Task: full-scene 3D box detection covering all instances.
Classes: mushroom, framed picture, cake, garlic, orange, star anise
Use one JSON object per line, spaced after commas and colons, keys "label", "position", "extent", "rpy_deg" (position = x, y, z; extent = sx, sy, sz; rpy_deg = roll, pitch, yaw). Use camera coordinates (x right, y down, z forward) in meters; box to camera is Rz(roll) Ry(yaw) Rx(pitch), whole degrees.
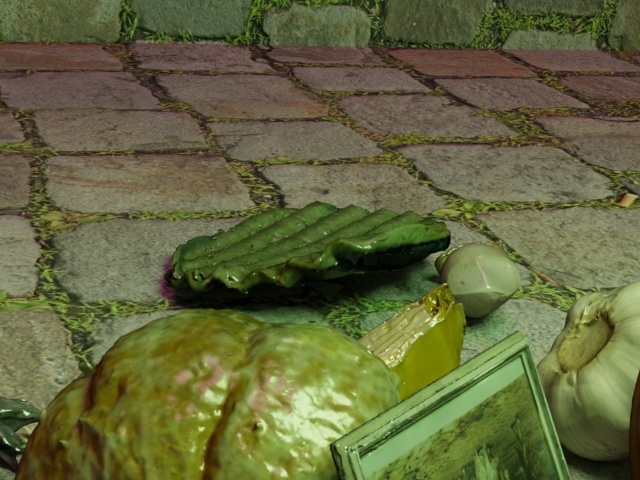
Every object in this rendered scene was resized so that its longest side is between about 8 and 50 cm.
{"label": "mushroom", "position": [0.194, 0.043, 1.534], "extent": [0.088, 0.097, 0.212], "rpy_deg": [48, 9, 0]}
{"label": "framed picture", "position": [0.121, 0.204, 0.927], "extent": [0.017, 0.217, 0.274], "rpy_deg": [-15, 6, 39]}
{"label": "cake", "position": [0.086, 0.113, 1.308], "extent": [0.185, 0.116, 0.080], "rpy_deg": [0, 21, -26]}
{"label": "garlic", "position": [0.340, 0.154, 1.238], "extent": [0.226, 0.199, 0.199], "rpy_deg": [34, 12, -18]}
{"label": "orange", "position": [-0.057, 0.164, 0.991], "extent": [0.369, 0.210, 0.271], "rpy_deg": [7, 9, 15]}
{"label": "star anise", "position": [-0.347, 0.165, 1.129], "extent": [0.205, 0.061, 0.181], "rpy_deg": [21, 25, 40]}

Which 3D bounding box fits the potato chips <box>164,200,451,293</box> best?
{"label": "potato chips", "position": [0.000, 0.000, 1.609], "extent": [0.359, 0.070, 0.429], "rpy_deg": [0, 10, 31]}

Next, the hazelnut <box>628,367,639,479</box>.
{"label": "hazelnut", "position": [0.417, 0.156, 0.942], "extent": [0.373, 0.372, 0.315], "rpy_deg": [7, -19, 8]}
